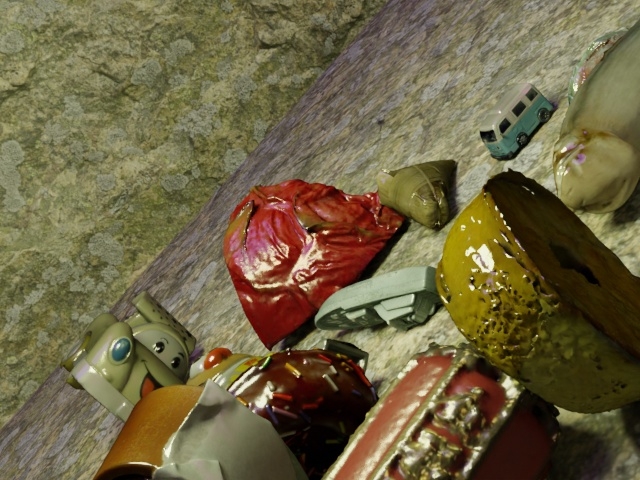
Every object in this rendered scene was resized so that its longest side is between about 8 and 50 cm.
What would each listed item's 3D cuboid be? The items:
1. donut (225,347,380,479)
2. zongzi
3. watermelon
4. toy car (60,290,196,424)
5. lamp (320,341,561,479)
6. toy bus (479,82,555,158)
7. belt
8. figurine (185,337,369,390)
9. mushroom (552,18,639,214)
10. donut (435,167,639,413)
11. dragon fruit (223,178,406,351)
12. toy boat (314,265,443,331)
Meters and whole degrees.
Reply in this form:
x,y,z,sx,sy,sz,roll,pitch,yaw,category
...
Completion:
x,y,z,sx,sy,sz,roll,pitch,yaw,category
-0.021,0.236,0.954,0.230,0.216,0.096,-32,25,-11,donut
0.205,-0.087,1.418,0.176,0.078,0.160,-17,34,-24,zongzi
0.449,-0.269,1.255,0.187,0.071,0.139,-49,23,-15,watermelon
-0.330,0.241,1.567,0.226,0.242,0.336,-47,16,-14,toy car
0.104,0.222,0.768,0.274,0.177,0.177,-53,19,-16,lamp
0.318,-0.199,1.369,0.123,0.075,0.060,-48,18,-11,toy bus
-0.109,0.294,0.826,0.217,0.339,0.122,-1,36,17,belt
-0.091,0.228,1.162,0.285,0.342,0.167,-15,78,54,figurine
0.414,-0.184,1.055,0.397,0.126,0.177,-45,26,-13,mushroom
0.215,0.051,0.773,0.107,0.272,0.272,-48,15,26,donut
0.000,0.000,1.516,0.330,0.302,0.240,-27,-12,6,dragon fruit
0.080,0.101,1.233,0.260,0.078,0.085,-22,52,46,toy boat
